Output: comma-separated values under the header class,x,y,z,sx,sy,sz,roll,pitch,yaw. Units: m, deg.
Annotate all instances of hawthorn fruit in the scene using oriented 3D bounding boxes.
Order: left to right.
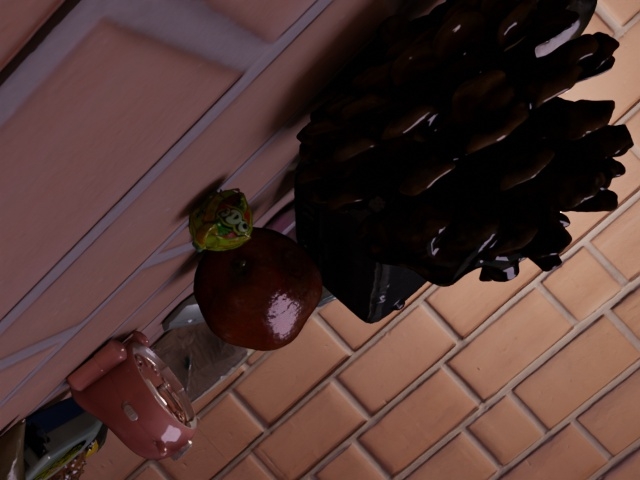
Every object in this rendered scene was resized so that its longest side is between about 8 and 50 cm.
class,x,y,z,sx,sy,sz,roll,pitch,yaw
hawthorn fruit,-0.115,0.069,1.275,0.224,0.224,0.261,-43,155,-8

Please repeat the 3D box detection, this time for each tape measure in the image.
class,x,y,z,sx,sy,sz,roll,pitch,yaw
tape measure,-0.489,0.370,1.462,0.215,0.098,0.351,-44,170,20

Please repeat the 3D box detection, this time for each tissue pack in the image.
class,x,y,z,sx,sy,sz,roll,pitch,yaw
tissue pack,-0.271,0.257,2.144,0.297,0.207,0.380,-42,179,22

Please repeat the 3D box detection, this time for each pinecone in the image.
class,x,y,z,sx,sy,sz,roll,pitch,yaw
pinecone,0.182,-0.125,0.899,0.398,0.397,0.398,-43,178,-1

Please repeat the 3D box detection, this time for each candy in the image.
class,x,y,z,sx,sy,sz,roll,pitch,yaw
candy,-0.145,-0.011,0.972,0.077,0.073,0.262,-23,179,-19

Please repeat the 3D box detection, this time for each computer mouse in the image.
class,x,y,z,sx,sy,sz,roll,pitch,yaw
computer mouse,-0.274,0.153,1.777,0.231,0.079,0.128,-36,172,-47

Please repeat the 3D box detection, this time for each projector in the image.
class,x,y,z,sx,sy,sz,roll,pitch,yaw
projector,0.166,-0.089,1.377,0.405,0.242,0.395,-41,160,-20

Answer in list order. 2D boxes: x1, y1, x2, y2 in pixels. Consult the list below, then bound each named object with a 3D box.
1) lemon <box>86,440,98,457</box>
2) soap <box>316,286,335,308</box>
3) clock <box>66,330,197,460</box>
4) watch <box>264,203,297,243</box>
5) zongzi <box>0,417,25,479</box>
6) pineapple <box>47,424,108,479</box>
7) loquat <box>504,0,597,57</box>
class,x,y,z,sx,sy,sz,roll,pitch,yaw
lemon,-0.658,0.544,2.050,0.109,0.109,0.133,-44,-177,44
soap,0.031,0.012,2.074,0.446,0.261,0.156,-43,-179,-14
clock,-0.332,0.303,1.368,0.142,0.241,0.227,-40,179,-1
watch,0.000,0.000,1.766,0.248,0.217,0.211,-43,178,-18
zongzi,-0.600,0.439,1.177,0.274,0.145,0.299,-18,132,-51
pineapple,-0.511,0.402,1.609,0.364,0.165,0.165,-52,-177,-31
loquat,0.329,-0.359,1.183,0.227,0.179,0.179,-39,180,27
